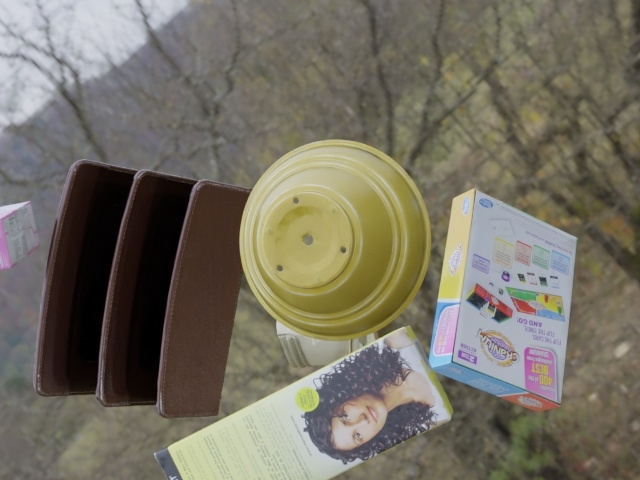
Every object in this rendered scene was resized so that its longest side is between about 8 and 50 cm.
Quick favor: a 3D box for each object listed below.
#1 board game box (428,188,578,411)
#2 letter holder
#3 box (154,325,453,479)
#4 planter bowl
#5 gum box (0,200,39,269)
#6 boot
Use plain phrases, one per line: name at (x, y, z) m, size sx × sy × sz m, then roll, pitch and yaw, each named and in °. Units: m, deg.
board game box at (0.314, 0.102, 2.027) m, size 0.064 × 0.242 × 0.317 m, roll -26°, pitch 46°, yaw 54°
letter holder at (-0.225, 0.062, 1.514) m, size 0.152 × 0.302 × 0.214 m, roll 10°, pitch 0°, yaw 33°
box at (-0.013, 0.157, 0.979) m, size 0.232 × 0.087 × 0.058 m, roll -29°, pitch -5°, yaw 7°
planter bowl at (0.000, 0.000, 1.245) m, size 0.217 × 0.217 × 0.090 m, roll -40°, pitch -11°, yaw 14°
gum box at (-0.418, 0.001, 1.459) m, size 0.107 × 0.062 × 0.188 m, roll -10°, pitch 8°, yaw -1°
boot at (0.018, 0.109, 2.097) m, size 0.203 × 0.262 × 0.095 m, roll 0°, pitch 21°, yaw 24°
